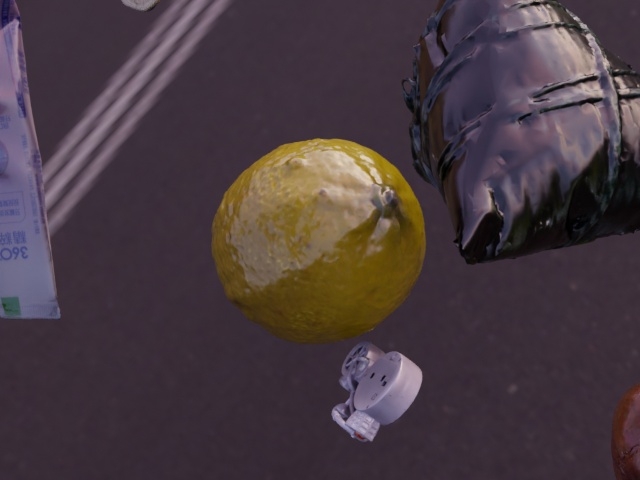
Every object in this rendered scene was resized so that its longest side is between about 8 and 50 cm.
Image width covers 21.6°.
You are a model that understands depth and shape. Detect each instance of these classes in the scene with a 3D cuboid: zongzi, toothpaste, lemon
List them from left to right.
[{"bbox_3d":[-0.241,-0.089,1.220,0.075,0.301,0.048,-5,10,0],"label":"toothpaste"},{"bbox_3d":[0.000,0.000,1.574,0.231,0.192,0.192,-25,32,45],"label":"lemon"},{"bbox_3d":[0.270,-0.109,1.722,0.383,0.362,0.319,-106,22,-51],"label":"zongzi"}]

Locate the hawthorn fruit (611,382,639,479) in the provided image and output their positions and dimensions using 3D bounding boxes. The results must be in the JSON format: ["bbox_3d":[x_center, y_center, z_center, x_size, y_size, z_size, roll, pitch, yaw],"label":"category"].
[{"bbox_3d":[0.320,0.160,1.389,0.148,0.148,0.172,-3,34,51],"label":"hawthorn fruit"}]

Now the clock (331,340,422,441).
[{"bbox_3d":[0.045,0.135,1.539,0.087,0.041,0.129,-53,20,0],"label":"clock"}]

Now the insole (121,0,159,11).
[{"bbox_3d":[-0.192,-0.297,1.602,0.081,0.011,0.248,-50,44,15],"label":"insole"}]
